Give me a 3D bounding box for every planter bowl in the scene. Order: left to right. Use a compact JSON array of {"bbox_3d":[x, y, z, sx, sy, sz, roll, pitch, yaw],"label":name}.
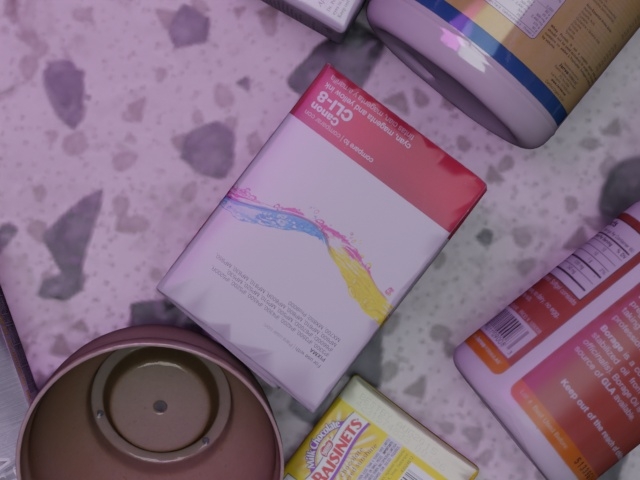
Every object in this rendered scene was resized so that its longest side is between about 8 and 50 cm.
[{"bbox_3d":[-0.104,0.121,1.120,0.162,0.109,0.162,-1,108,-2],"label":"planter bowl"}]

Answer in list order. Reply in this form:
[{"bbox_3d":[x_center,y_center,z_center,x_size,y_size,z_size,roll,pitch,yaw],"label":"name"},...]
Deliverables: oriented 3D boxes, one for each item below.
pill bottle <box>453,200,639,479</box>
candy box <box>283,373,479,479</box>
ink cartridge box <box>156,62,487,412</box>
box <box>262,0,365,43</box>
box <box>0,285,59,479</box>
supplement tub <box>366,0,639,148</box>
[{"bbox_3d":[0.201,0.052,1.124,0.216,0.121,0.121,-38,90,0],"label":"pill bottle"},{"bbox_3d":[0.002,0.200,1.170,0.105,0.027,0.206,38,91,4],"label":"candy box"},{"bbox_3d":[0.000,0.000,1.120,0.127,0.128,0.176,37,90,0],"label":"ink cartridge box"},{"bbox_3d":[0.001,-0.191,1.133,0.087,0.102,0.101,29,91,-2],"label":"box"},{"bbox_3d":[-0.270,0.135,1.156,0.183,0.056,0.231,-19,90,1],"label":"box"},{"bbox_3d":[0.141,-0.174,1.112,0.144,0.144,0.199,39,90,0],"label":"supplement tub"}]
